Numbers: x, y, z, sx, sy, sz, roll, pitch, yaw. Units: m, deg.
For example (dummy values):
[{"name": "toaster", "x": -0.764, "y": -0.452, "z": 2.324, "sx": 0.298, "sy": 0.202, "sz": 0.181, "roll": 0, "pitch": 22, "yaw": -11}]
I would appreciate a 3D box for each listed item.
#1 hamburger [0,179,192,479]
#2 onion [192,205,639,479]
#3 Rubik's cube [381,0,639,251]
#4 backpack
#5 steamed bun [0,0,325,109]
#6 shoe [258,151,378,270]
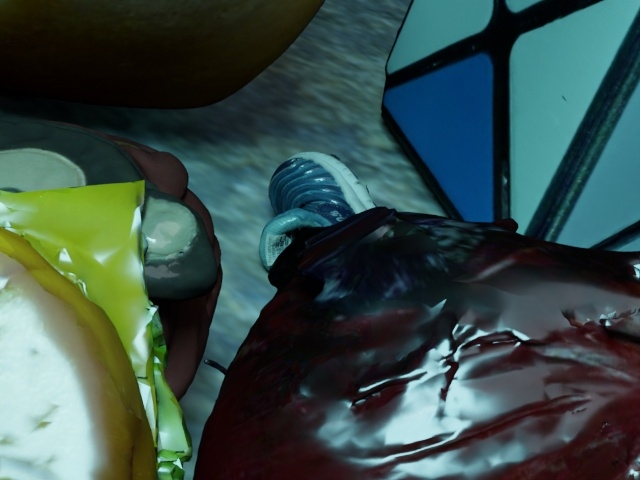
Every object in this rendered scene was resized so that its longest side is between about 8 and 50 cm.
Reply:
[{"name": "hamburger", "x": -0.156, "y": 0.094, "z": 0.672, "sx": 0.243, "sy": 0.138, "sz": 0.261, "roll": 0, "pitch": 65, "yaw": -5}, {"name": "onion", "x": 0.055, "y": 0.090, "z": 0.808, "sx": 0.221, "sy": 0.281, "sz": 0.281, "roll": 54, "pitch": 26, "yaw": -10}, {"name": "Rubik's cube", "x": 0.215, "y": -0.110, "z": 1.232, "sx": 0.248, "sy": 0.246, "sz": 0.250, "roll": 6, "pitch": 32, "yaw": -28}, {"name": "backpack", "x": -0.142, "y": 0.019, "z": 0.872, "sx": 0.229, "sy": 0.139, "sz": 0.229, "roll": 1, "pitch": 28, "yaw": -1}, {"name": "steamed bun", "x": -0.149, "y": -0.212, "z": 1.146, "sx": 0.235, "sy": 0.248, "sz": 0.379, "roll": 6, "pitch": 21, "yaw": -33}, {"name": "shoe", "x": 0.000, "y": 0.000, "z": 1.089, "sx": 0.071, "sy": 0.064, "sz": 0.143, "roll": -11, "pitch": 34, "yaw": -19}]
